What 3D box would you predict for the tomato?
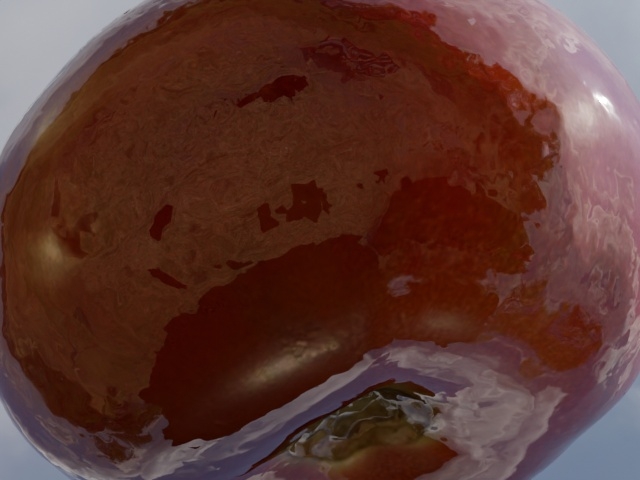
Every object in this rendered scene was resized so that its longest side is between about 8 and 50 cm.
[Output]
[{"bbox_3d":[0.000,0.000,0.505,0.195,0.195,0.136,-28,-123,24],"label":"tomato"}]
